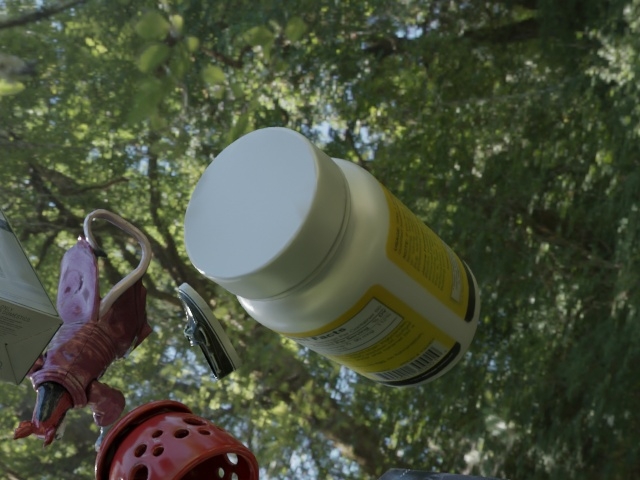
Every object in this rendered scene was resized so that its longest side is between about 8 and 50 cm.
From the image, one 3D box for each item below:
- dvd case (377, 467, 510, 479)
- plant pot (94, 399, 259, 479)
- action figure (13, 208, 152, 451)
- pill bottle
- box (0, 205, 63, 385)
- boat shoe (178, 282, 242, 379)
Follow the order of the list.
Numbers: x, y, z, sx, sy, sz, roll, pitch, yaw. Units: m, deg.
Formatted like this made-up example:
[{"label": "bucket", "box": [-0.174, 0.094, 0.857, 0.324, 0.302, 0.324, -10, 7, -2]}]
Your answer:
[{"label": "dvd case", "box": [0.074, 0.299, 0.725, 0.221, 0.165, 0.018, -23, -82, -46]}, {"label": "plant pot", "box": [-0.210, 0.332, 1.007, 0.191, 0.174, 0.191, -23, -53, -35]}, {"label": "action figure", "box": [-0.370, 0.178, 1.140, 0.275, 0.248, 0.370, -51, 18, 29]}, {"label": "pill bottle", "box": [0.015, 0.018, 0.476, 0.208, 0.119, 0.119, 36, -114, -47]}, {"label": "box", "box": [-0.413, 0.021, 0.764, 0.169, 0.290, 0.087, 32, -85, -44]}, {"label": "boat shoe", "box": [-0.250, 0.195, 1.501, 0.070, 0.078, 0.219, -33, -86, -21]}]
